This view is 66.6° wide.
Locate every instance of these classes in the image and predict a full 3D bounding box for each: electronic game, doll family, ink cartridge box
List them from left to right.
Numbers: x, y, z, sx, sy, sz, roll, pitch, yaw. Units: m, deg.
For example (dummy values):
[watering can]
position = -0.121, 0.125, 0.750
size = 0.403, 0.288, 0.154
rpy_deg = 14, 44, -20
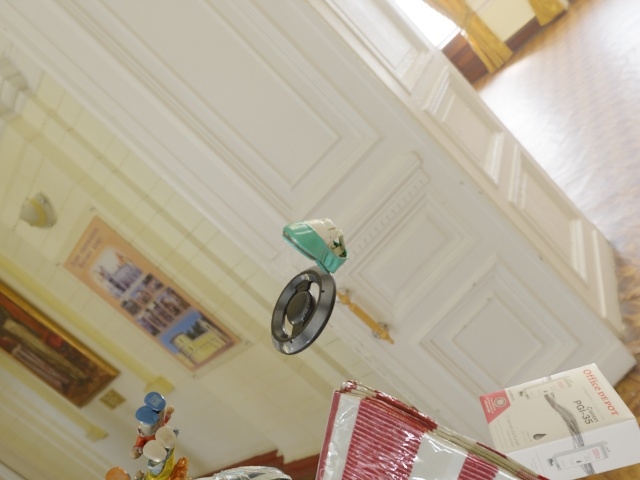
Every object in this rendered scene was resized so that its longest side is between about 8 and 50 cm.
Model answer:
[doll family]
position = -0.278, 0.367, 0.713
size = 0.263, 0.118, 0.163
rpy_deg = -46, -18, -44
[electronic game]
position = -0.044, 0.164, 1.174
size = 0.229, 0.048, 0.229
rpy_deg = -37, 35, 32
[ink cartridge box]
position = 0.529, 0.413, 1.093
size = 0.283, 0.117, 0.207
rpy_deg = -22, 16, 13

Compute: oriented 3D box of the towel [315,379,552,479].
[towel]
position = 0.149, 0.326, 0.592
size = 0.037, 0.329, 0.237
rpy_deg = -34, -41, -55

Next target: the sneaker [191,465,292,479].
[sneaker]
position = -0.202, 0.559, 1.069
size = 0.122, 0.282, 0.110
rpy_deg = 175, 100, -69

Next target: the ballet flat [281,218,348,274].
[ballet flat]
position = 0.000, 0.000, 0.957
size = 0.087, 0.083, 0.247
rpy_deg = -43, -23, 1
